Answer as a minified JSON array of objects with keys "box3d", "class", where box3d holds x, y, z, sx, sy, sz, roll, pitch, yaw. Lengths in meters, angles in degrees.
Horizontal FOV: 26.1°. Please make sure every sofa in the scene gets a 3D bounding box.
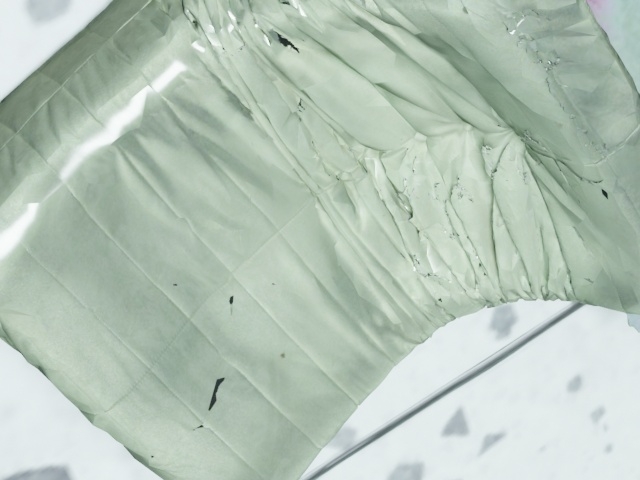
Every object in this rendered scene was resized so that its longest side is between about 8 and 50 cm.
[{"box3d":[0.000,0.000,0.512,0.225,0.176,0.210,-43,126,-8],"class":"sofa"}]

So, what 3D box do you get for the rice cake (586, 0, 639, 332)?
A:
[{"box3d":[0.126,-0.078,0.630,0.081,0.051,0.290,-40,124,-21],"class":"rice cake"}]
